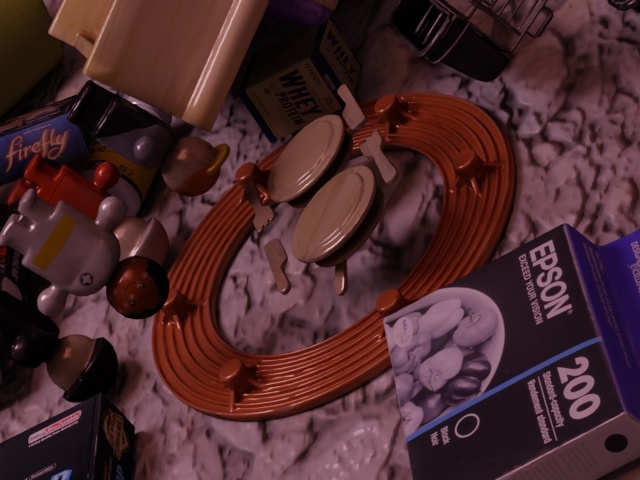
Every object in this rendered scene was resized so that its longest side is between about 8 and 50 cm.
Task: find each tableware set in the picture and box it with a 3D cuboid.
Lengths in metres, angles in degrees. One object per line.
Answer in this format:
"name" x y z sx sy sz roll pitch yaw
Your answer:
"tableware set" 0.009 -0.036 1.460 0.128 0.039 0.194 -46 26 12

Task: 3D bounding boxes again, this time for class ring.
"ring" 0.000 0.000 1.487 0.336 0.032 0.337 -26 36 21

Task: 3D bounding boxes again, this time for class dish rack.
"dish rack" 0.167 -0.254 1.491 0.271 0.074 0.208 -56 14 9

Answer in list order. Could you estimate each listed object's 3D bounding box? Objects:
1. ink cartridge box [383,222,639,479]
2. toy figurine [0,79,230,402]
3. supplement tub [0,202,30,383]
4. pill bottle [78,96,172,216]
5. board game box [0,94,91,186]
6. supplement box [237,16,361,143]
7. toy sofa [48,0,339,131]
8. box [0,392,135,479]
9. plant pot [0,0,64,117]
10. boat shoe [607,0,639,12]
"ink cartridge box" 0.148 0.080 1.235 0.208 0.045 0.206 -28 34 14
"toy figurine" -0.181 0.002 1.510 0.209 0.148 0.213 -45 17 47
"supplement tub" -0.310 0.056 1.656 0.106 0.106 0.198 -29 35 15
"pill bottle" -0.178 -0.078 1.721 0.065 0.065 0.116 -12 42 35
"board game box" -0.296 -0.082 1.737 0.165 0.042 0.243 -20 9 -4
"supplement box" -0.017 -0.141 1.633 0.083 0.056 0.083 -25 24 21
"toy sofa" -0.124 -0.198 1.687 0.150 0.177 0.362 -64 17 5
"box" -0.246 0.233 1.430 0.220 0.051 0.175 -26 35 20
"plant pot" -0.429 -0.194 1.958 0.293 0.275 0.275 -26 32 -8
"boat shoe" 0.282 -0.283 1.500 0.114 0.091 0.303 -42 21 54
